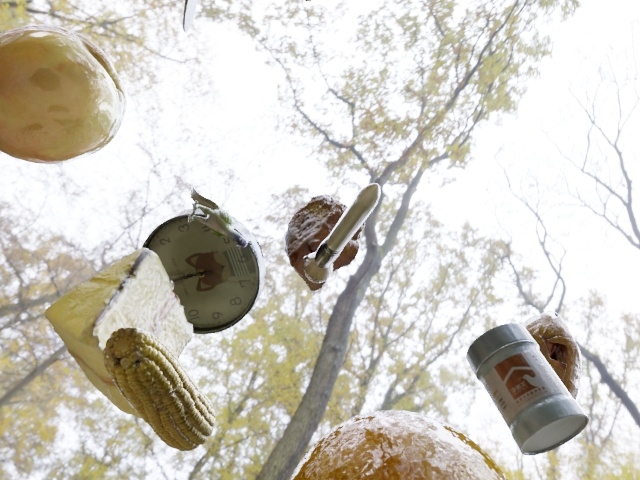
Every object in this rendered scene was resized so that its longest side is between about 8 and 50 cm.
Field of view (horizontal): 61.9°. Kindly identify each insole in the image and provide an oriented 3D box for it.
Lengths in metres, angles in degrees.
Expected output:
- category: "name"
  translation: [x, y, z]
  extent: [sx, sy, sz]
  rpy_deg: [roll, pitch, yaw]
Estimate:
- category: "insole"
  translation: [-0.133, -0.330, 0.598]
  extent: [0.006, 0.065, 0.193]
  rpy_deg: [16, -55, -9]

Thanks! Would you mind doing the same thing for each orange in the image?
- category: "orange"
  translation: [0.087, 0.318, 0.559]
  extent: [0.274, 0.274, 0.274]
  rpy_deg: [11, -60, 19]

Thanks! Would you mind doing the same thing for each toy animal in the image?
- category: "toy animal"
  translation: [-0.194, -0.050, 0.882]
  extent: [0.217, 0.075, 0.041]
  rpy_deg: [38, -73, 40]

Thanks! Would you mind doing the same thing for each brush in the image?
- category: "brush"
  translation: [0.018, -0.004, 0.621]
  extent: [0.299, 0.039, 0.042]
  rpy_deg: [118, -36, -67]

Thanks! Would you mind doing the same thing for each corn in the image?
- category: "corn"
  translation: [-0.192, 0.187, 0.652]
  extent: [0.080, 0.080, 0.231]
  rpy_deg: [10, -38, 20]

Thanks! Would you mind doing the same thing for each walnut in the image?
- category: "walnut"
  translation: [0.386, 0.240, 0.949]
  extent: [0.137, 0.245, 0.137]
  rpy_deg: [21, -12, 5]

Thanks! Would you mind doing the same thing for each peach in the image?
- category: "peach"
  translation: [-0.340, -0.177, 0.663]
  extent: [0.184, 0.184, 0.184]
  rpy_deg: [11, -60, 19]

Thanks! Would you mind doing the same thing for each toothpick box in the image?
- category: "toothpick box"
  translation: [0.285, 0.205, 0.749]
  extent: [0.101, 0.153, 0.101]
  rpy_deg: [-11, -47, -12]

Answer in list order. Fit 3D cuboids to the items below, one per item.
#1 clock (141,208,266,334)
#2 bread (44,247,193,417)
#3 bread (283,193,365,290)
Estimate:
- category: "clock"
  translation: [-0.302, 0.082, 1.356]
  extent: [0.325, 0.067, 0.325]
  rpy_deg: [0, -79, 2]
- category: "bread"
  translation: [-0.354, 0.180, 1.059]
  extent: [0.198, 0.236, 0.263]
  rpy_deg: [21, -41, 37]
- category: "bread"
  translation: [0.008, -0.011, 1.388]
  extent: [0.232, 0.247, 0.135]
  rpy_deg: [-39, -58, 16]
